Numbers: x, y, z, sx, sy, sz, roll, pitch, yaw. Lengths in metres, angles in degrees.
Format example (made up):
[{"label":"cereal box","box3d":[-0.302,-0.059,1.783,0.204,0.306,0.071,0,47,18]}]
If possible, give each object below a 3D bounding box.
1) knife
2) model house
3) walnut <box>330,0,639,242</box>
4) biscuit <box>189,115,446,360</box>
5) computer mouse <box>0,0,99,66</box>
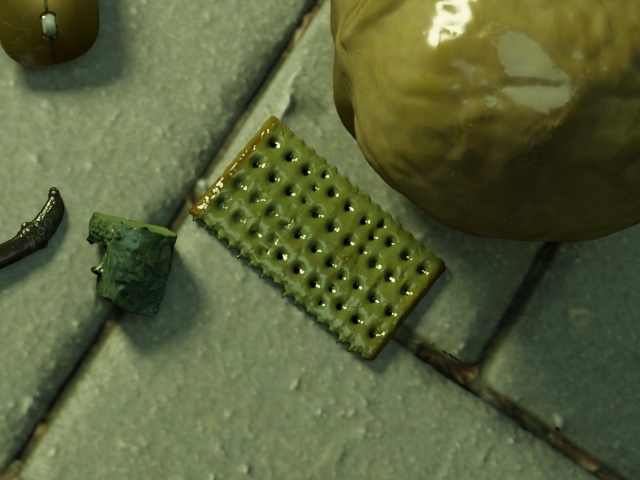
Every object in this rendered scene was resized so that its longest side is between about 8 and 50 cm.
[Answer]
[{"label":"knife","box3d":[-0.323,0.024,1.763,0.222,0.021,0.045,-34,92,-23]},{"label":"model house","box3d":[-0.182,0.022,1.792,0.079,0.066,0.083,12,95,-25]},{"label":"walnut","box3d":[0.188,-0.168,1.790,0.381,0.381,0.381,3,80,-16]},{"label":"biscuit","box3d":[0.000,0.000,1.866,0.231,0.016,0.139,41,71,-7]},{"label":"computer mouse","box3d":[-0.267,-0.262,1.789,0.102,0.045,0.199,-10,94,-13]}]
